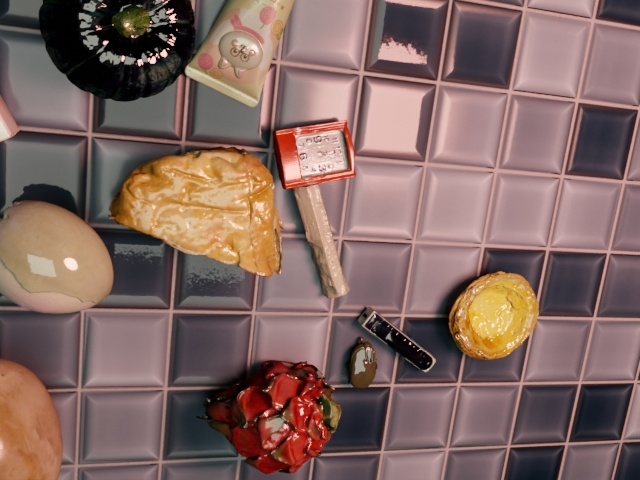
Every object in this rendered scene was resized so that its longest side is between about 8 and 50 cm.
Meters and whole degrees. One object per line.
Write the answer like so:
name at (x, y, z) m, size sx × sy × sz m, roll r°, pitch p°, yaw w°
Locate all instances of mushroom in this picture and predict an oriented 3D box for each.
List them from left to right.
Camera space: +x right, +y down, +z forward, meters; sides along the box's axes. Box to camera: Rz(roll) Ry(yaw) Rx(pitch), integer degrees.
mushroom at (-0.618, 0.367, 1.199) m, size 0.289 × 0.292 × 0.293 m, roll -15°, pitch 109°, yaw 6°

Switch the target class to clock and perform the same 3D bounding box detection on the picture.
clock at (-0.012, -0.166, 1.326) m, size 0.154 × 0.061 × 0.113 m, roll -11°, pitch 95°, yaw -17°

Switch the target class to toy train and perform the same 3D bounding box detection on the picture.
toy train at (0.170, 0.219, 1.490) m, size 0.207 × 0.047 × 0.043 m, roll 39°, pitch 92°, yaw -22°

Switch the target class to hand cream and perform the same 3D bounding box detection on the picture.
hand cream at (-0.117, -0.405, 1.229) m, size 0.147 × 0.093 × 0.306 m, roll 23°, pitch 107°, yaw -21°

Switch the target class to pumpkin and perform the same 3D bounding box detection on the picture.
pumpkin at (-0.314, -0.343, 1.095) m, size 0.247 × 0.248 × 0.248 m, roll -4°, pitch 106°, yaw -15°

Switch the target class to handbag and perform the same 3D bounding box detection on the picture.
handbag at (0.092, 0.265, 1.479) m, size 0.072 × 0.047 × 0.111 m, roll 1°, pitch 104°, yaw -11°

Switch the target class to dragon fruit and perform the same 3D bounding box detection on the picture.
dragon fruit at (-0.105, 0.343, 1.375) m, size 0.292 × 0.233 × 0.234 m, roll 10°, pitch 104°, yaw 19°

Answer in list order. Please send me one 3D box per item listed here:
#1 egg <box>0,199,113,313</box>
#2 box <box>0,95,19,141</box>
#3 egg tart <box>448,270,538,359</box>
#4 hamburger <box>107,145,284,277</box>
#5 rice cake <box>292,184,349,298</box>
egg at (-0.463, 0.038, 1.183) m, size 0.217 × 0.183 × 0.183 m, roll 35°, pitch 93°, yaw -11°
box at (-0.642, -0.250, 1.097) m, size 0.194 × 0.111 × 0.261 m, roll -27°, pitch 108°, yaw -8°
egg tart at (0.374, 0.162, 1.511) m, size 0.212 × 0.090 × 0.213 m, roll -5°, pitch 107°, yaw -17°
hamburger at (-0.194, -0.077, 1.246) m, size 0.329 × 0.162 × 0.209 m, roll 21°, pitch 95°, yaw -18°
rice cake at (0.000, 0.000, 1.382) m, size 0.057 × 0.052 × 0.256 m, roll -11°, pitch 109°, yaw 14°
